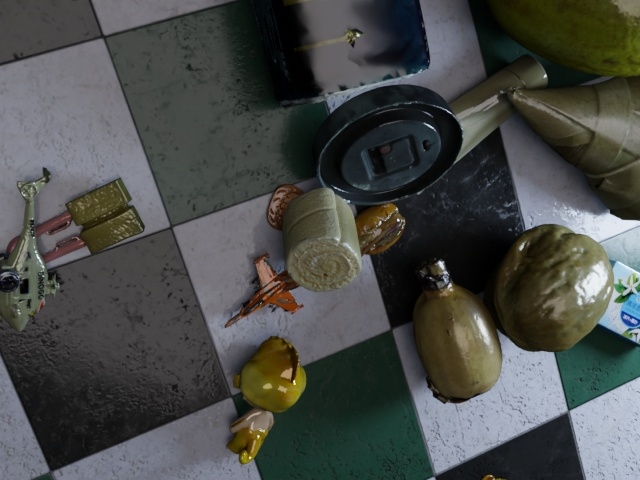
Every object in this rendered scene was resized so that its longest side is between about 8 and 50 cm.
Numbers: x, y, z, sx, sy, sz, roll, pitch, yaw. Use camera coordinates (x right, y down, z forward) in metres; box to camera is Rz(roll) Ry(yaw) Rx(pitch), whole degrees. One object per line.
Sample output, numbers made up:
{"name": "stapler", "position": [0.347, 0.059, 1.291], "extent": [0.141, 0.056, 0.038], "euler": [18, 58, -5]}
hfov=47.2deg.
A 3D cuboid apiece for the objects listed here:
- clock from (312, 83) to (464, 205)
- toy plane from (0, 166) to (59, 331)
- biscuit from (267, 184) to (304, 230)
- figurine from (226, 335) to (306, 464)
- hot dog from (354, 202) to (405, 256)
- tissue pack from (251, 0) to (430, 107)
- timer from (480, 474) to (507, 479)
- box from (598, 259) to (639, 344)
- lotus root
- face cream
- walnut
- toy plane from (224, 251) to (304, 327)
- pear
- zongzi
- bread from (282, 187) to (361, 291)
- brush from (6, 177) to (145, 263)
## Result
{"name": "clock", "position": [0.122, -0.170, 1.342], "extent": [0.281, 0.280, 0.055], "euler": [-4, 55, -18]}
{"name": "toy plane", "position": [-0.489, 0.021, 1.224], "extent": [0.108, 0.092, 0.286], "euler": [-1, 109, -27]}
{"name": "biscuit", "position": [-0.061, -0.061, 1.409], "extent": [0.078, 0.015, 0.091], "euler": [15, 93, -19]}
{"name": "figurine", "position": [-0.105, 0.299, 1.396], "extent": [0.156, 0.131, 0.246], "euler": [8, 109, -38]}
{"name": "hot dog", "position": [0.103, -0.017, 1.446], "extent": [0.140, 0.060, 0.089], "euler": [-27, 101, -10]}
{"name": "tissue pack", "position": [0.005, -0.456, 1.248], "extent": [0.253, 0.264, 0.416], "euler": [-18, 101, -11]}
{"name": "timer", "position": [0.397, 0.577, 1.597], "extent": [0.107, 0.109, 0.107], "euler": [-2, 98, -17]}
{"name": "box", "position": [0.693, 0.147, 1.649], "extent": [0.232, 0.083, 0.142], "euler": [25, 88, -18]}
{"name": "lotus root", "position": [0.260, 0.173, 1.460], "extent": [0.183, 0.183, 0.310], "euler": [-24, 104, -14]}
{"name": "face cream", "position": [0.299, -0.244, 1.475], "extent": [0.341, 0.084, 0.137], "euler": [-37, 119, -4]}
{"name": "walnut", "position": [0.466, 0.094, 1.494], "extent": [0.283, 0.227, 0.283], "euler": [-5, 100, -30]}
{"name": "toy plane", "position": [-0.108, 0.104, 1.400], "extent": [0.188, 0.062, 0.135], "euler": [-35, 107, 4]}
{"name": "pear", "position": [0.484, -0.481, 1.346], "extent": [0.352, 0.352, 0.413], "euler": [-44, 74, -8]}
{"name": "zongzi", "position": [0.671, -0.338, 1.482], "extent": [0.467, 0.218, 0.500], "euler": [37, 88, -27]}
{"name": "bread", "position": [0.000, 0.000, 1.354], "extent": [0.134, 0.141, 0.148], "euler": [-21, 132, 14]}
{"name": "brush", "position": [-0.435, -0.016, 1.282], "extent": [0.233, 0.047, 0.103], "euler": [-25, 105, -3]}
